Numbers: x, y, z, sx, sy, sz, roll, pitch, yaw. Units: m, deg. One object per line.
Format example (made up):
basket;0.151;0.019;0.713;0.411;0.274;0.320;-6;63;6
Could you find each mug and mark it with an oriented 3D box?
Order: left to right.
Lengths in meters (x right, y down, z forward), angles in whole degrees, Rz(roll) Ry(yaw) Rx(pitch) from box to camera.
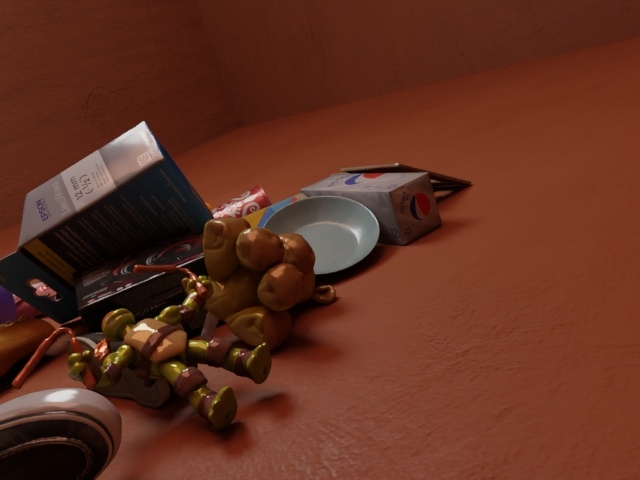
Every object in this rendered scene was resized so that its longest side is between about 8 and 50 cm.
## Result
mug;-0.174;-0.029;1.424;0.169;0.113;0.150;-25;0;-10

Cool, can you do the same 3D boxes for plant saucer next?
plant saucer;0.000;0.000;1.172;0.195;0.037;0.195;-5;41;4

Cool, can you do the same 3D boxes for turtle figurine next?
turtle figurine;-0.181;0.132;0.811;0.217;0.087;0.269;22;33;23

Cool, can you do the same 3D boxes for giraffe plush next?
giraffe plush;-0.067;0.056;1.001;0.170;0.181;0.210;-19;-24;-46

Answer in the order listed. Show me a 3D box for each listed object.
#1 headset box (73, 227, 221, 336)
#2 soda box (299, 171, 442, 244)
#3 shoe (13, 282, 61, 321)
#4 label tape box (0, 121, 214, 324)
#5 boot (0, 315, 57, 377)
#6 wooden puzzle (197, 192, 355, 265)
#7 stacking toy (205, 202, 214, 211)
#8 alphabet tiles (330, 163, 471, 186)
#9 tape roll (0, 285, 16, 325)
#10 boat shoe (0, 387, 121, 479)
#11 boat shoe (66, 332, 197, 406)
headset box;-0.278;0.080;1.178;0.218;0.110;0.293;-23;16;-15
soda box;0.082;-0.062;1.286;0.091;0.098;0.286;-27;17;-27
shoe;-0.547;0.117;1.446;0.178;0.063;0.081;-25;19;-18
label tape box;-0.387;-0.019;1.281;0.348;0.249;0.115;-31;58;-1
boot;-0.588;0.197;1.195;0.295;0.104;0.211;-9;9;36
wooden puzzle;-0.081;-0.002;1.248;0.221;0.044;0.239;-24;36;-18
stacking toy;-0.365;-0.041;1.473;0.302;0.175;0.166;-8;17;-6
alphabet tiles;0.139;-0.123;1.411;0.198;0.009;0.237;8;-4;-38
tape roll;-0.681;0.110;1.387;0.189;0.189;0.080;-6;19;37
boat shoe;-0.340;0.259;0.678;0.335;0.121;0.119;-28;23;4
boat shoe;-0.251;0.160;0.947;0.228;0.081;0.069;7;28;42
